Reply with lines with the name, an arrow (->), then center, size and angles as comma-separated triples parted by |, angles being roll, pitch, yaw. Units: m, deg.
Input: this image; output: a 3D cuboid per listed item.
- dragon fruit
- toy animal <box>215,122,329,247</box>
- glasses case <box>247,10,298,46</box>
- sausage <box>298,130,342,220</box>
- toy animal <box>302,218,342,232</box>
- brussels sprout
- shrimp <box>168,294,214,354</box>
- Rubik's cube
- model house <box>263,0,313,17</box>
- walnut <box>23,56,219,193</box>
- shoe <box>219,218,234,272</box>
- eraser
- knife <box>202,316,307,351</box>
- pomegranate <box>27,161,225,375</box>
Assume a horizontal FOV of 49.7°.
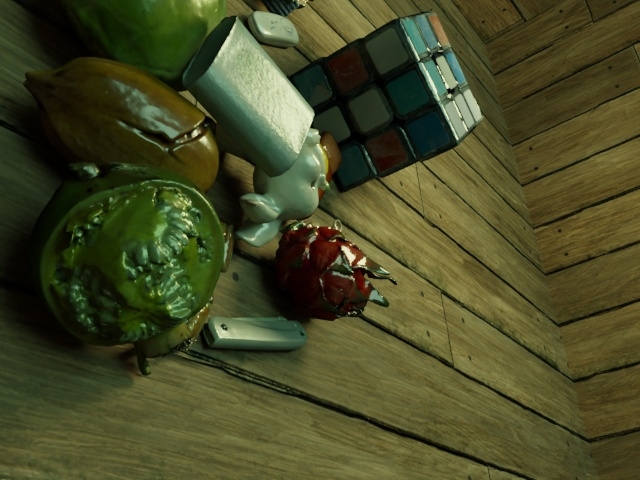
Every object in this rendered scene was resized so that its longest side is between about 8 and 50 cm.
dragon fruit -> 0.016, 0.072, 1.406 | 0.274, 0.192, 0.193 | 39, 58, -4
toy animal -> -0.097, -0.156, 1.370 | 0.247, 0.183, 0.310 | -16, 80, -26
glasses case -> -0.119, -0.544, 1.781 | 0.197, 0.049, 0.076 | -14, 81, -60
sausage -> -0.024, -0.155, 1.612 | 0.097, 0.094, 0.348 | 65, 27, -24
toy animal -> -0.003, -0.005, 1.547 | 0.150, 0.083, 0.089 | 22, 48, -49
brussels sprout -> -0.311, -0.414, 1.195 | 0.344, 0.268, 0.344 | -32, 127, -58
shrimp -> -0.226, 0.112, 1.149 | 0.099, 0.041, 0.180 | 44, 37, -31
Rubik's cube -> 0.188, -0.370, 1.839 | 0.363, 0.358, 0.362 | 63, 28, -3
model house -> -0.083, -0.680, 1.829 | 0.172, 0.183, 0.166 | -46, 117, -17
walnut -> -0.302, -0.168, 1.080 | 0.336, 0.209, 0.209 | 30, 45, -38
shoe -> -0.194, 0.006, 1.247 | 0.072, 0.069, 0.109 | 91, -1, -72
eraser -> -0.117, -0.245, 1.183 | 0.227, 0.081, 0.174 | 45, 50, -33
knife -> -0.119, 0.171, 1.282 | 0.265, 0.040, 0.073 | 11, 49, -55
pomegranate -> -0.261, 0.044, 0.968 | 0.260, 0.260, 0.341 | -66, 156, -53
